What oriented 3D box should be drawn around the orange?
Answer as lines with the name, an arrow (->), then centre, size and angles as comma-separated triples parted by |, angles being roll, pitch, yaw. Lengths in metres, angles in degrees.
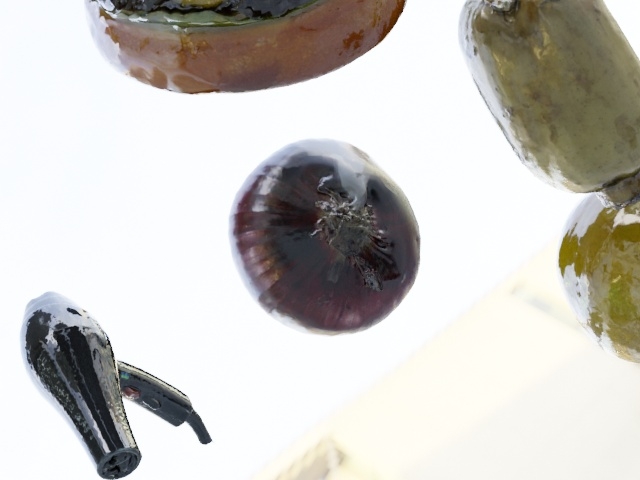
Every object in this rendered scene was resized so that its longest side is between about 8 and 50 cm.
orange -> 0.418, 0.031, 2.168 | 0.279, 0.279, 0.235 | -8, -81, -62

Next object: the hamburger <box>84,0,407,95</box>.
hamburger -> -0.079, -0.302, 1.655 | 0.330, 0.330, 0.250 | -44, -43, -34

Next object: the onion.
onion -> 0.000, 0.000, 2.471 | 0.273, 0.273, 0.285 | -55, 7, -13

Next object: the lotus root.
lotus root -> 0.247, -0.154, 1.843 | 0.284, 0.160, 0.146 | 57, -138, -14

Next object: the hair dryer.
hair dryer -> -0.180, 0.171, 1.862 | 0.091, 0.235, 0.272 | -47, -42, 15
